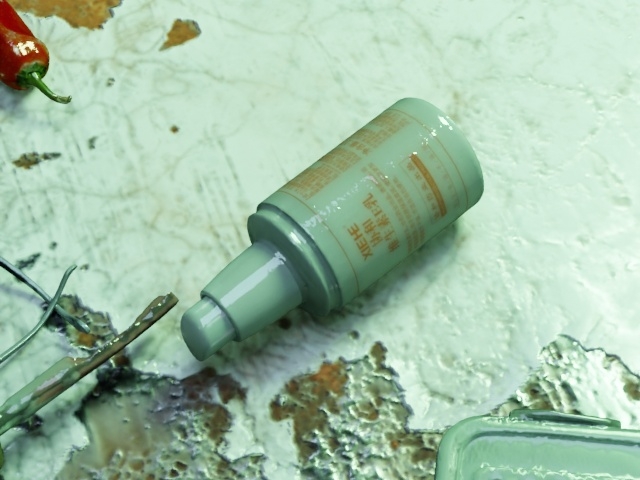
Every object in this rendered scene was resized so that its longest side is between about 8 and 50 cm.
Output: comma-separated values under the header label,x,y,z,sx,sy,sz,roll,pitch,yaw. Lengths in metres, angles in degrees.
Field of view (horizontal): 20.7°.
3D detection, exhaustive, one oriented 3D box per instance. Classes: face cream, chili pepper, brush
label,x,y,z,sx,sy,sz,roll,pitch,yaw
face cream,0.000,0.000,1.297,0.251,0.101,0.101,-37,60,-20
chili pepper,-0.272,-0.173,1.469,0.050,0.059,0.191,-38,62,-10
brush,-0.220,0.125,1.243,0.301,0.084,0.071,-35,101,-24

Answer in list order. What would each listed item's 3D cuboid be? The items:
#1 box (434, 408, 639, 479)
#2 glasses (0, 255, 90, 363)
label,x,y,z,sx,sy,sz,roll,pitch,yaw
box,0.144,0.242,1.093,0.163,0.135,0.243,3,55,6
glasses,-0.230,0.055,1.324,0.103,0.062,0.140,6,53,-18
